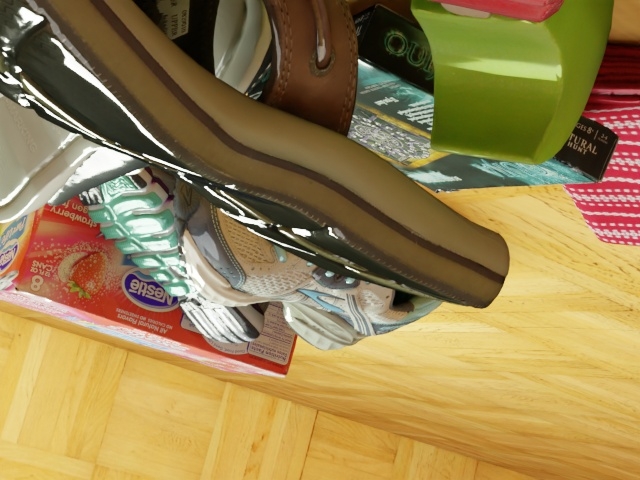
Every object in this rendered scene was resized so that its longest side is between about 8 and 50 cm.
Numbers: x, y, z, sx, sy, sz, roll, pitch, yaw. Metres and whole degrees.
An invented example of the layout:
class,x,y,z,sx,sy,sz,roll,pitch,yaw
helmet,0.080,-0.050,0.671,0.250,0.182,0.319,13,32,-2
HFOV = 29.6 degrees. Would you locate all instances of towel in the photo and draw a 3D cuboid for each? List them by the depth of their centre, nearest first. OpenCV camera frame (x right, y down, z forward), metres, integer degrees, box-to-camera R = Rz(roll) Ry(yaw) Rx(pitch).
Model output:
class,x,y,z,sx,sy,sz,roll,pitch,yaw
towel,0.209,-0.030,0.619,0.199,0.031,0.275,9,167,27

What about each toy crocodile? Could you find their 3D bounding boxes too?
class,x,y,z,sx,sy,sz,roll,pitch,yaw
toy crocodile,0.040,-0.114,0.264,0.115,0.105,0.340,13,167,8

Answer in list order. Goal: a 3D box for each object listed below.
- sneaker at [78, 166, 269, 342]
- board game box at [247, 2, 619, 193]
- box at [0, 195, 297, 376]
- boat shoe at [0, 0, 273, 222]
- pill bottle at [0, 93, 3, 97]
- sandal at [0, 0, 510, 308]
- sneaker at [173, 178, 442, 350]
class,x,y,z,sx,sy,sz,roll,pitch,yaw
sneaker,-0.106,-0.021,0.947,0.083,0.098,0.223,-3,135,38
board game box,0.045,-0.062,0.594,0.126,0.026,0.186,25,174,-17
box,-0.145,0.022,1.038,0.257,0.128,0.123,21,166,-30
boat shoe,-0.090,-0.089,0.577,0.091,0.114,0.303,-27,-172,-37
pill bottle,-0.187,-0.136,0.397,0.121,0.121,0.216,2,163,45
sandal,-0.033,-0.061,0.402,0.120,0.086,0.303,21,173,43
sneaker,0.000,0.000,0.897,0.122,0.110,0.283,-13,158,27
